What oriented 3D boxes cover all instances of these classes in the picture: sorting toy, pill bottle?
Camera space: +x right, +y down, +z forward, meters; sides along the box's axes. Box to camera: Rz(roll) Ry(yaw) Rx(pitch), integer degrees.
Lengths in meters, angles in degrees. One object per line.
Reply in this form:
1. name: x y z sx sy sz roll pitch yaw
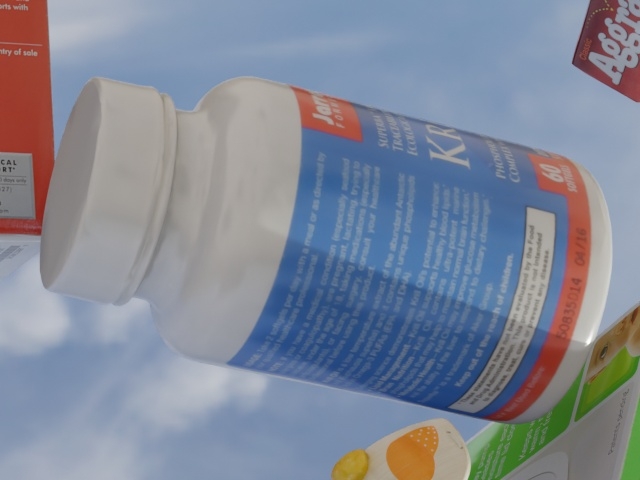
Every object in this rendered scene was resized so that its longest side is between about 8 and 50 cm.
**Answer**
1. sorting toy: 0.031 0.120 0.662 0.045 0.083 0.075 2 -145 -30
2. pill bottle: 0.000 0.000 0.780 0.221 0.124 0.124 13 -154 -19

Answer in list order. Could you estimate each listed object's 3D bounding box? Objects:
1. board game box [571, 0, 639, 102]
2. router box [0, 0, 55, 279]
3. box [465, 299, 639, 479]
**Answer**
1. board game box: 0.161 -0.177 0.504 0.027 0.145 0.281 33 -114 13
2. router box: -0.228 -0.113 0.967 0.082 0.301 0.335 1 168 -24
3. box: 0.107 0.190 0.803 0.127 0.231 0.262 36 -137 -10
